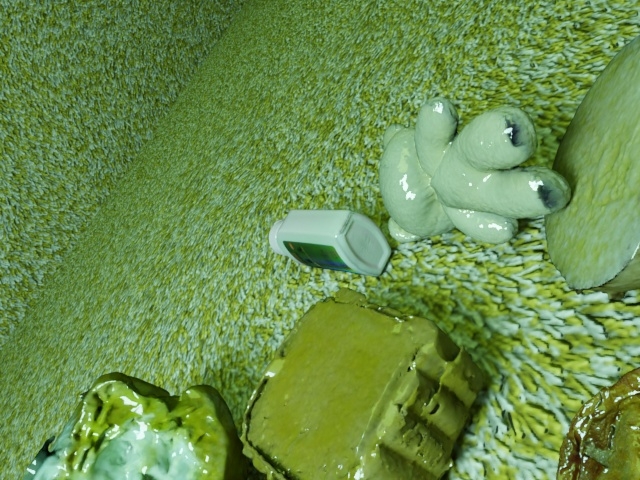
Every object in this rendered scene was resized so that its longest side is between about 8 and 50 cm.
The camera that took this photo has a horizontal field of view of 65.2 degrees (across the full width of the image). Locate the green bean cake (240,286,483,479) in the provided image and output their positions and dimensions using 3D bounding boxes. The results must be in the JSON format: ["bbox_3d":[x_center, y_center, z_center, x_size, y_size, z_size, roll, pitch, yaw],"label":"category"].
[{"bbox_3d":[0.041,0.182,0.552,0.230,0.131,0.224,8,60,56],"label":"green bean cake"}]

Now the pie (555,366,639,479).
[{"bbox_3d":[0.234,0.194,0.407,0.088,0.033,0.191,-24,39,57],"label":"pie"}]

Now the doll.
[{"bbox_3d":[0.183,-0.082,0.617,0.278,0.149,0.175,-174,81,-69],"label":"doll"}]

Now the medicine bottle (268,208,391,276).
[{"bbox_3d":[0.000,0.000,0.797,0.219,0.115,0.078,4,61,51],"label":"medicine bottle"}]

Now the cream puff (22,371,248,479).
[{"bbox_3d":[-0.240,0.346,0.616,0.274,0.270,0.323,-41,18,47],"label":"cream puff"}]

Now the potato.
[{"bbox_3d":[0.314,-0.070,0.463,0.299,0.116,0.239,-66,-12,-59],"label":"potato"}]
